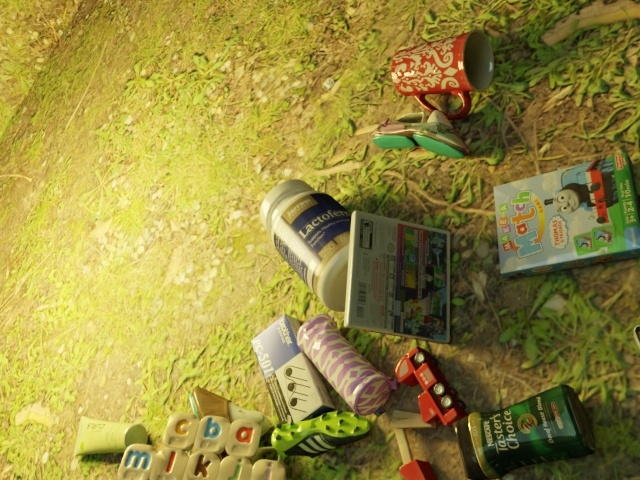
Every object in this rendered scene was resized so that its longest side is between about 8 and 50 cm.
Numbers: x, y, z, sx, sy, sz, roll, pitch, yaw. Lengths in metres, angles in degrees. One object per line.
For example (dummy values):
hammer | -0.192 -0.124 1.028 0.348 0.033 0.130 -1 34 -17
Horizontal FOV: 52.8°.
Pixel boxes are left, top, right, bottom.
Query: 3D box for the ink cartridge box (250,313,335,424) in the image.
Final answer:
ink cartridge box | -0.056 0.250 1.213 0.097 0.046 0.207 -39 50 16

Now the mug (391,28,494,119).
mug | 0.222 -0.314 1.224 0.169 0.113 0.150 4 70 43

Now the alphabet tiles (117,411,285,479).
alphabet tiles | -0.207 0.424 1.078 0.283 0.021 0.278 5 47 5

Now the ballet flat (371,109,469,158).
ballet flat | 0.193 -0.208 1.223 0.221 0.077 0.079 15 75 46

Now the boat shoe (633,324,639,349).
boat shoe | 0.454 0.157 0.866 0.035 0.035 0.100 -33 52 21

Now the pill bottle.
pill bottle | 0.000 0.000 1.217 0.153 0.153 0.265 -51 48 7

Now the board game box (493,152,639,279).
board game box | 0.383 -0.034 1.010 0.211 0.039 0.160 -15 61 33

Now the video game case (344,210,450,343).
video game case | 0.133 0.061 1.080 0.023 0.183 0.202 134 145 -62

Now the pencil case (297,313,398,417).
pencil case | 0.042 0.213 1.130 0.088 0.086 0.206 -36 47 -14

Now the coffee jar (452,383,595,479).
coffee jar | 0.282 0.276 0.914 0.184 0.079 0.096 -28 55 26

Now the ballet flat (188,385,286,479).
ballet flat | -0.134 0.394 1.176 0.124 0.116 0.342 -29 52 -1

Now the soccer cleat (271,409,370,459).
soccer cleat | 0.004 0.341 1.119 0.178 0.072 0.060 -12 34 12

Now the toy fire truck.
toy fire truck | 0.160 0.281 1.029 0.135 0.047 0.192 -43 48 16

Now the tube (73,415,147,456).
tube | -0.485 0.444 1.452 0.240 0.062 0.070 -12 22 39
